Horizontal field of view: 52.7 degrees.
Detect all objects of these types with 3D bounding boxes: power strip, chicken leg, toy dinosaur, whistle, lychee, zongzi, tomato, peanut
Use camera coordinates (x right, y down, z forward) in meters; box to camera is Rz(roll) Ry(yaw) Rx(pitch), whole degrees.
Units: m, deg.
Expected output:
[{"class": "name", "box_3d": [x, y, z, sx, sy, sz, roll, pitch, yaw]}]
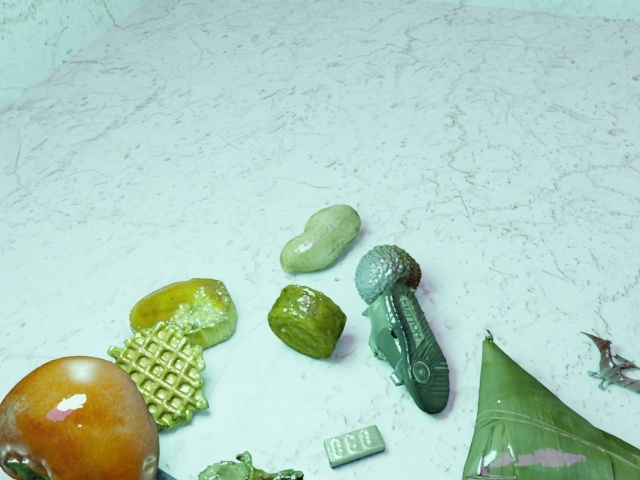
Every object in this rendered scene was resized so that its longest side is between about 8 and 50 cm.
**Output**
[{"class": "power strip", "box_3d": [0.071, 0.425, 1.339, 0.123, 0.032, 0.056, -16, 46, -6]}, {"class": "chicken leg", "box_3d": [-0.139, 0.479, 1.294, 0.228, 0.088, 0.103, -7, 16, -11]}, {"class": "toy dinosaur", "box_3d": [0.631, 0.277, 1.378, 0.108, 0.032, 0.220, -24, 55, -17]}, {"class": "whistle", "box_3d": [-0.292, 0.510, 1.326, 0.176, 0.033, 0.033, 19, 52, 27]}, {"class": "lychee", "box_3d": [0.164, 0.094, 1.557, 0.165, 0.165, 0.197, -25, 38, -14]}, {"class": "zongzi", "box_3d": [0.503, 0.366, 1.219, 0.447, 0.181, 0.418, 5, 46, 13]}, {"class": "tomato", "box_3d": [-0.461, 0.393, 1.274, 0.341, 0.341, 0.273, 17, 37, 25]}, {"class": "peanut", "box_3d": [0.000, 0.000, 1.719, 0.137, 0.122, 0.253, 23, 58, 41]}]

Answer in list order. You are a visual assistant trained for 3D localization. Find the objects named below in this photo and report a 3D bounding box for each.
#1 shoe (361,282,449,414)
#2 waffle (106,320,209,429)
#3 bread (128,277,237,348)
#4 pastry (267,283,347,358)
[{"class": "shoe", "box_3d": [0.181, 0.254, 1.447, 0.109, 0.149, 0.293, -1, 66, -36]}, {"class": "waffle", "box_3d": [-0.371, 0.310, 1.459, 0.243, 0.059, 0.237, -19, 74, 0]}, {"class": "bread", "box_3d": [-0.336, 0.187, 1.590, 0.250, 0.133, 0.179, -11, 41, -1]}, {"class": "pastry", "box_3d": [-0.032, 0.188, 1.490, 0.189, 0.188, 0.103, 16, 56, 25]}]
